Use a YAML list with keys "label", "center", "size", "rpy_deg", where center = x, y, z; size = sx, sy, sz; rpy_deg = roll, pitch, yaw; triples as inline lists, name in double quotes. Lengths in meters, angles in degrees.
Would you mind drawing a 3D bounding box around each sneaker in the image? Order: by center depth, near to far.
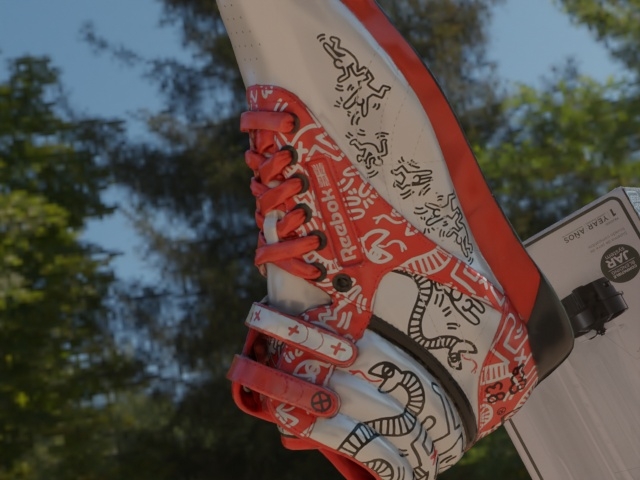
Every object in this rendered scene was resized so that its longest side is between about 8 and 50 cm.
- label: "sneaker"
  center: [0.001, 0.001, 0.622]
  size: [0.145, 0.270, 0.090]
  rpy_deg: [-42, 23, -17]

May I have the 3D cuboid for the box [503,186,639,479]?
- label: "box"
  center: [0.230, 0.124, 1.005]
  size: [0.169, 0.290, 0.087]
  rpy_deg: [-32, -12, 21]
